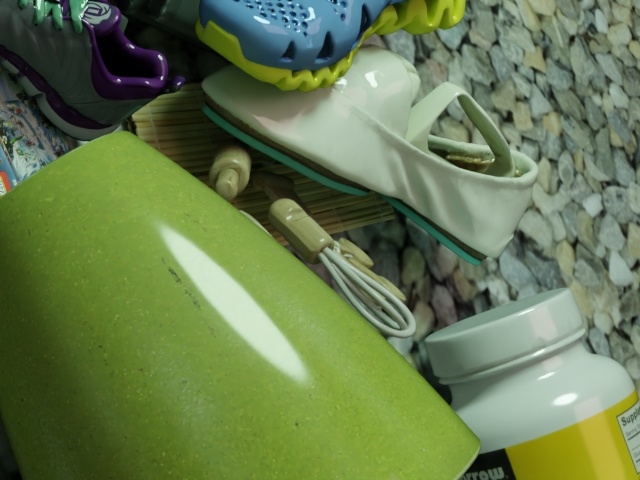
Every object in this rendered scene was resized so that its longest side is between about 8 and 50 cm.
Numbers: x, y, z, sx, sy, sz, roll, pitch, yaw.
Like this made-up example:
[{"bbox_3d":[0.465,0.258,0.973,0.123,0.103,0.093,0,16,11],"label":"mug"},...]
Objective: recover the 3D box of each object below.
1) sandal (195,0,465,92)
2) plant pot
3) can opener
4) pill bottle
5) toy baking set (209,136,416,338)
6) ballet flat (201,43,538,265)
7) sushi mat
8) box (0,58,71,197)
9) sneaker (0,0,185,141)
[{"bbox_3d":[0.022,-0.218,1.138,0.126,0.138,0.317,36,41,17],"label":"sandal"},{"bbox_3d":[-0.093,0.086,0.921,0.293,0.275,0.275,56,36,2],"label":"plant pot"},{"bbox_3d":[-0.132,-0.179,1.151,0.280,0.074,0.093,12,99,-49],"label":"can opener"},{"bbox_3d":[0.215,0.221,1.297,0.188,0.188,0.334,-20,89,-55],"label":"pill bottle"},{"bbox_3d":[-0.005,-0.005,1.099,0.197,0.030,0.256,38,11,-6],"label":"toy baking set"},{"bbox_3d":[0.059,-0.095,1.246,0.400,0.139,0.139,25,54,-47],"label":"ballet flat"},{"bbox_3d":[-0.046,-0.068,1.237,0.316,0.019,0.151,-14,86,-54],"label":"sushi mat"},{"bbox_3d":[-0.227,-0.091,1.001,0.094,0.027,0.137,-21,90,-56],"label":"box"},{"bbox_3d":[-0.192,-0.162,0.973,0.223,0.098,0.083,40,43,-35],"label":"sneaker"}]
